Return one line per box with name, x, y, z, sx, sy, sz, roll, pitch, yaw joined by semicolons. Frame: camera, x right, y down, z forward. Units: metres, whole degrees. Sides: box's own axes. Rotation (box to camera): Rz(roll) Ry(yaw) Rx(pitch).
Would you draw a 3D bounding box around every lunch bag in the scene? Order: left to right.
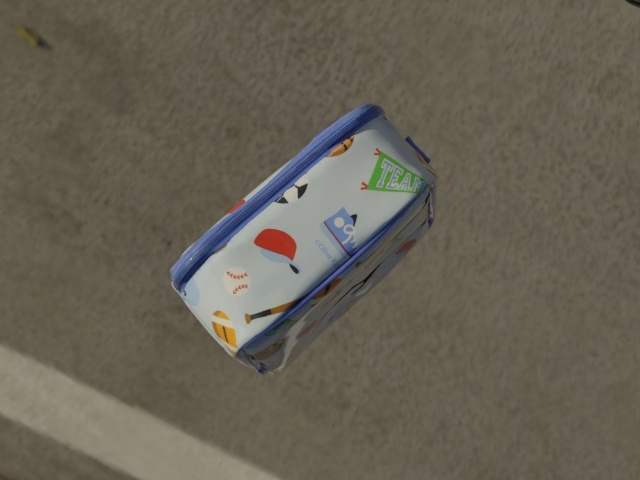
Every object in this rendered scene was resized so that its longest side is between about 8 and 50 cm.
lunch bag;0.000;0.000;1.114;0.243;0.303;0.115;-43;83;-2

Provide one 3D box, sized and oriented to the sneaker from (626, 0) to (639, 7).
sneaker;0.126;-0.069;0.339;0.232;0.081;0.090;4;115;-20
